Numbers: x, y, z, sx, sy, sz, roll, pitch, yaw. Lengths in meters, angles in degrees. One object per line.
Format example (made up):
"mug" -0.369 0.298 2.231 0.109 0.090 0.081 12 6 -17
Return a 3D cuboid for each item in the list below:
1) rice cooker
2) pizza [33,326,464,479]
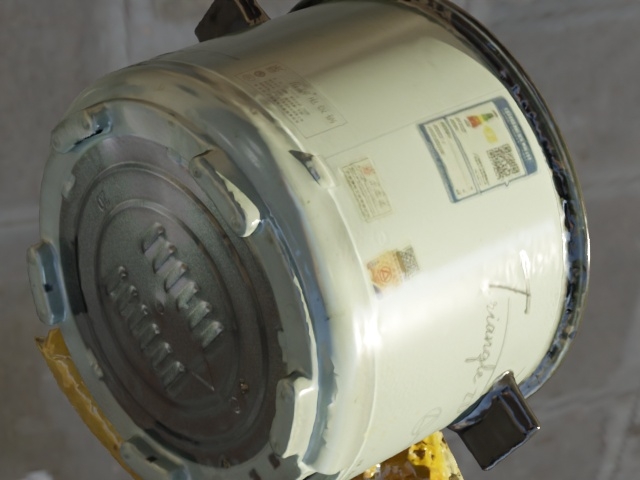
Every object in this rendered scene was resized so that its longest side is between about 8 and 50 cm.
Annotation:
"rice cooker" 0.000 0.000 0.902 0.227 0.280 0.241 -24 163 -39
"pizza" -0.048 0.137 1.261 0.258 0.268 0.087 -27 -179 32
